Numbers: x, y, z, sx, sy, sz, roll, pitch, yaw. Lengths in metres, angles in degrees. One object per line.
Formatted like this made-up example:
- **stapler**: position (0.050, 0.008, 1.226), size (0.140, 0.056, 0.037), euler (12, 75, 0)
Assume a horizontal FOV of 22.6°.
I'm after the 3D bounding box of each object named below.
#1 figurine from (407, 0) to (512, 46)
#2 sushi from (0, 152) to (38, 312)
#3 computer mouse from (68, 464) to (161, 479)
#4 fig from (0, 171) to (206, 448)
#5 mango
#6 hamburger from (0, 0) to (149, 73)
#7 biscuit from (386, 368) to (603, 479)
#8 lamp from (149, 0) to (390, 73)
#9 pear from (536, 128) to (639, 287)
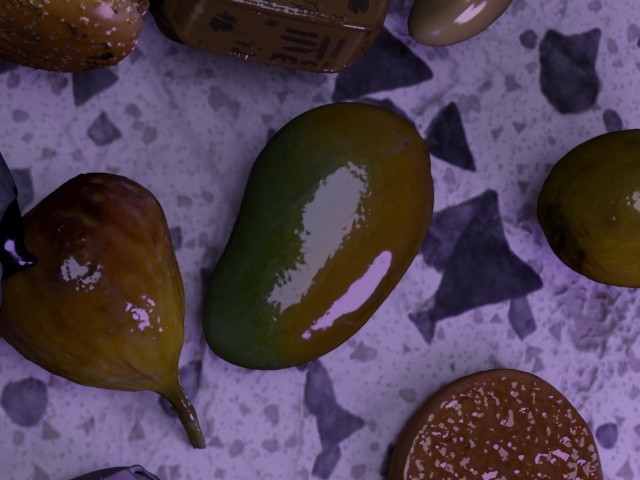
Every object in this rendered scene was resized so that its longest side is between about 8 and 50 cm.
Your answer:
- **figurine**: position (0.104, -0.333, 1.408), size (0.222, 0.124, 0.325), euler (9, 84, -19)
- **sushi**: position (-0.330, -0.025, 1.102), size (0.207, 0.348, 0.234), euler (-34, 127, 3)
- **computer mouse**: position (-0.231, 0.277, 1.201), size (0.310, 0.072, 0.158), euler (-22, 67, -30)
- **fig**: position (-0.156, 0.073, 1.261), size (0.159, 0.159, 0.257), euler (-42, 119, -20)
- **mango**: position (0.000, 0.000, 1.327), size (0.156, 0.114, 0.251), euler (34, 72, -21)
- **hamburger**: position (-0.224, -0.203, 1.234), size (0.191, 0.182, 0.118), euler (21, 69, -17)
- **biscuit**: position (0.153, 0.256, 1.389), size (0.202, 0.044, 0.289), euler (2, 84, -20)
- **lamp**: position (-0.041, -0.220, 1.317), size (0.185, 0.161, 0.161), euler (11, 79, -18)
- **pear**: position (0.275, -0.027, 1.417), size (0.162, 0.149, 0.149), euler (-8, 86, -15)
